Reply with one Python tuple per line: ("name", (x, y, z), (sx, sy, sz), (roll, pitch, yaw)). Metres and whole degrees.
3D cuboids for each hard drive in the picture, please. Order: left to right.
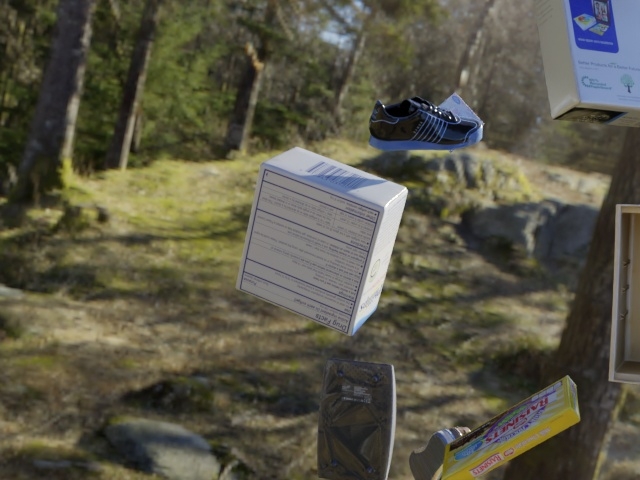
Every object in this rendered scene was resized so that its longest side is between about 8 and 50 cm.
("hard drive", (0.080, 0.381, 1.967), (0.172, 0.254, 0.054), (2, -4, 29))

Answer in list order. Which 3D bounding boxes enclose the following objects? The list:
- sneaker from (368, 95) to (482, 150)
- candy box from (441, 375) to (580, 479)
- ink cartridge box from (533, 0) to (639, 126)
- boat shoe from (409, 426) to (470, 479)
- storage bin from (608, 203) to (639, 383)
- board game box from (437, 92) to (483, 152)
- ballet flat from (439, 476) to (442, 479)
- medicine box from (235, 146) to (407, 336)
("sneaker", (0.204, -0.224, 1.764), (0.232, 0.090, 0.081), (-6, 33, -17))
("candy box", (0.257, 0.262, 1.269), (0.027, 0.206, 0.105), (52, 19, -8))
("ink cartridge box", (0.345, -0.306, 1.156), (0.166, 0.332, 0.065), (2, -14, -22))
("boat shoe", (0.208, 0.369, 1.589), (0.066, 0.066, 0.183), (-15, -24, -24))
("storage bin", (0.571, 0.081, 1.373), (0.261, 0.262, 0.123), (3, 3, 24))
("board game box", (0.272, -0.242, 1.925), (0.090, 0.090, 0.020), (50, -2, 9))
("ballet flat", (0.292, 0.492, 1.970), (0.057, 0.173, 0.049), (49, -3, 37))
("medicine box", (0.000, 0.000, 1.857), (0.264, 0.289, 0.149), (22, 26, 17))
